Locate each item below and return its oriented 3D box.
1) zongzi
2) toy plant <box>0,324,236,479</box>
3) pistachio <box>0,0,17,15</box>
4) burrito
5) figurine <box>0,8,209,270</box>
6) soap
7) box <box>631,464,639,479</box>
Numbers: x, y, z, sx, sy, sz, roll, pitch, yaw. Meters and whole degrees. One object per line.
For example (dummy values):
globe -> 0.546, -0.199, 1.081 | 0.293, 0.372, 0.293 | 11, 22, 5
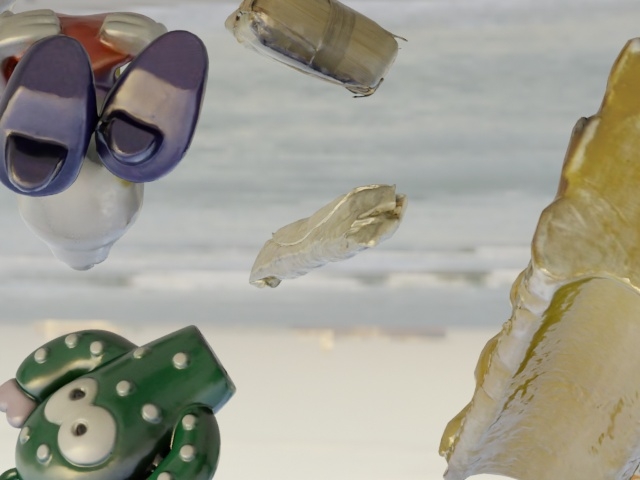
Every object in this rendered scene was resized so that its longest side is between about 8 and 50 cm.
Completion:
zongzi -> -0.018, -0.237, 2.202 | 0.194, 0.099, 0.197 | 28, 169, -14
toy plant -> -0.196, 0.178, 1.715 | 0.243, 0.232, 0.112 | -13, 141, 13
pistachio -> -0.406, -0.312, 1.988 | 0.131, 0.165, 0.210 | -9, 145, 31
burrito -> 0.000, 0.000, 2.037 | 0.059, 0.082, 0.275 | 44, 150, -14
figurine -> -0.178, -0.082, 1.417 | 0.154, 0.193, 0.421 | -2, -167, -9
soap -> 0.222, 0.018, 1.343 | 0.156, 0.293, 0.335 | 28, 148, 10
box -> 0.305, 0.238, 1.627 | 0.221, 0.091, 0.274 | 20, 130, -14
